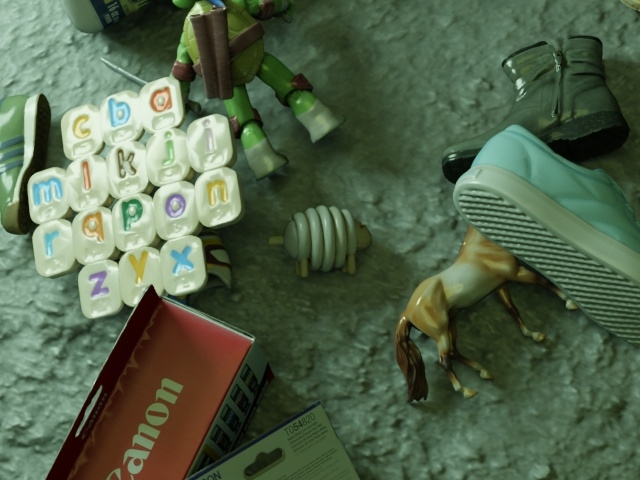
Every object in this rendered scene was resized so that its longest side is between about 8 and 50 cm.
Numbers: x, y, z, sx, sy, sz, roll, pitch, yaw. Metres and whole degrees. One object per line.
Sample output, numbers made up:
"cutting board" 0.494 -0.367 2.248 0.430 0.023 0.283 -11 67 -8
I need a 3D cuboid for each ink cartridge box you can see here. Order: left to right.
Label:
"ink cartridge box" -0.185 0.235 1.533 0.130 0.272 0.309 23 76 11
"ink cartridge box" -0.036 0.324 1.526 0.223 0.045 0.224 -25 89 -39

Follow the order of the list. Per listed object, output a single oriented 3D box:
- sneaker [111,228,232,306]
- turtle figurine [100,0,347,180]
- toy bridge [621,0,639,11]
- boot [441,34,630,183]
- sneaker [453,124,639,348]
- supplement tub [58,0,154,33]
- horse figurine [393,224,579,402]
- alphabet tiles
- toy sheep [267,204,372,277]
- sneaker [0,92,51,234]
"sneaker" -0.202 0.051 1.698 0.185 0.069 0.084 -20 67 -1
"turtle figurine" -0.101 -0.221 1.760 0.198 0.274 0.266 -36 93 -30
"toy bridge" 0.425 -0.332 1.794 0.188 0.026 0.063 23 76 10
"boot" 0.258 -0.166 1.740 0.246 0.083 0.161 -15 60 0
"sneaker" 0.339 -0.009 1.621 0.366 0.135 0.150 37 63 -8
"supplement tub" -0.225 -0.432 1.767 0.316 0.228 0.228 -29 73 -5
"horse figurine" 0.182 0.080 1.663 0.263 0.066 0.174 -38 81 -11
"alphabet tiles" -0.228 -0.052 1.676 0.284 0.021 0.278 -16 71 18
"toy sheep" 0.000 0.000 1.691 0.132 0.091 0.091 -4 71 -16
"sneaker" -0.406 -0.099 1.767 0.086 0.064 0.192 1 72 13
